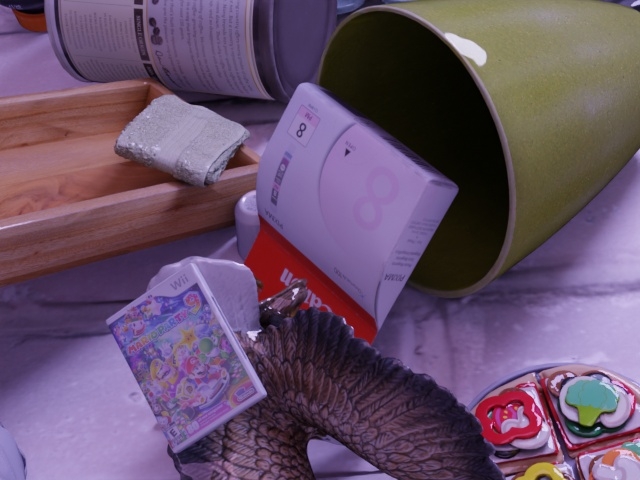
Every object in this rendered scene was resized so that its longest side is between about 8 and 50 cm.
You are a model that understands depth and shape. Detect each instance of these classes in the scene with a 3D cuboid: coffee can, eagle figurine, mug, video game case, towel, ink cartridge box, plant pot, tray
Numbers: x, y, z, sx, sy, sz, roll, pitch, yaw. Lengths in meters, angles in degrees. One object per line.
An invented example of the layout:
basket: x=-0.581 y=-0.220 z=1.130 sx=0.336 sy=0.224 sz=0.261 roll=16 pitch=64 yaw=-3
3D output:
coffee can: x=-0.143 y=-0.267 z=1.376 sx=0.275 sy=0.201 sz=0.201 roll=8 pitch=51 yaw=19
eagle figurine: x=-0.012 y=0.155 z=0.984 sx=0.225 sy=0.226 sz=0.298 roll=-7 pitch=39 yaw=-22
mug: x=-0.052 y=-0.020 z=1.228 sx=0.078 sy=0.064 sz=0.062 roll=-19 pitch=47 yaw=-6
video game case: x=-0.106 y=0.091 z=0.944 sx=0.087 sy=0.011 sz=0.122 roll=-34 pitch=73 yaw=11
towel: x=-0.137 y=-0.103 z=1.205 sx=0.110 sy=0.027 sz=0.148 roll=21 pitch=29 yaw=4
ink cartridge box: x=0.000 y=0.000 z=1.107 sx=0.189 sy=0.066 sz=0.232 roll=41 pitch=106 yaw=37
plant pot: x=0.193 y=-0.124 z=1.165 sx=0.293 sy=0.275 sz=0.275 roll=-23 pitch=46 yaw=-30
tray: x=-0.260 y=-0.059 z=1.160 sx=0.203 sy=0.076 sz=0.411 roll=37 pitch=34 yaw=29

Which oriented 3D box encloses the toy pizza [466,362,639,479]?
toy pizza: x=0.207 y=0.180 z=1.014 sx=0.201 sy=0.032 sz=0.201 roll=-6 pitch=47 yaw=7

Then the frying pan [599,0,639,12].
frying pan: x=0.335 y=-0.213 z=1.324 sx=0.326 sy=0.053 sz=0.197 roll=-30 pitch=50 yaw=-15

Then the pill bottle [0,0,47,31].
pill bottle: x=-0.374 y=-0.377 z=1.495 sx=0.130 sy=0.246 sz=0.130 roll=-6 pitch=49 yaw=7

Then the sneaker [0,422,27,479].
sneaker: x=-0.390 y=0.198 z=0.970 sx=0.365 sy=0.137 sz=0.210 roll=23 pitch=27 yaw=-28

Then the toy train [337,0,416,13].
toy train: x=0.106 y=-0.374 z=1.471 sx=0.333 sy=0.142 sz=0.190 roll=-1 pitch=39 yaw=11
